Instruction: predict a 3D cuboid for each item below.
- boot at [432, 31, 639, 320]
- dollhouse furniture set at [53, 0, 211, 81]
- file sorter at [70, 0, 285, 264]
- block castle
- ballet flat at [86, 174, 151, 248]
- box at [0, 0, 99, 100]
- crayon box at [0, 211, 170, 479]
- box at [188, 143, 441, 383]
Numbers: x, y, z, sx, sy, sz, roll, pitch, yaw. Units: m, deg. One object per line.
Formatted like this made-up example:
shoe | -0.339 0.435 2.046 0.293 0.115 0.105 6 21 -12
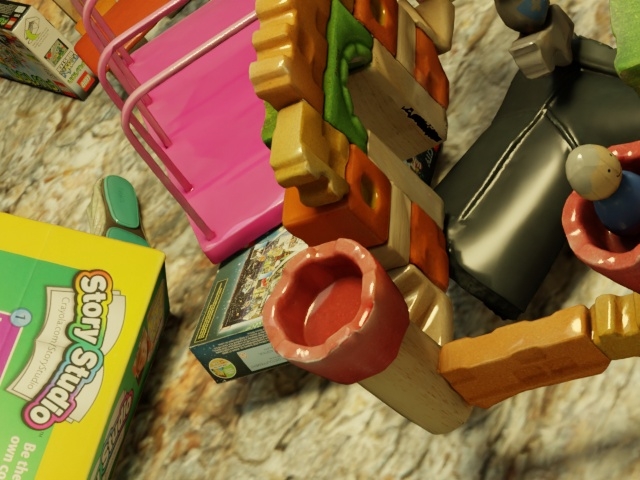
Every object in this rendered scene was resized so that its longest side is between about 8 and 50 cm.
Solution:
boot | 0.189 -0.029 1.373 0.246 0.094 0.207 28 82 44
dollhouse furniture set | -0.133 -0.259 1.868 0.259 0.135 0.262 -45 36 -1
file sorter | -0.084 -0.172 1.578 0.202 0.182 0.291 -33 41 4
block castle | 0.114 -0.125 1.275 0.303 0.213 0.453 -19 52 29
ballet flat | -0.182 0.006 1.737 0.052 0.057 0.168 -55 25 26
box | -0.322 -0.207 2.016 0.207 0.114 0.036 18 68 51
crayon box | -0.319 0.142 1.541 0.313 0.106 0.363 14 57 5
box | 0.000 0.000 1.530 0.159 0.044 0.233 -18 34 30
